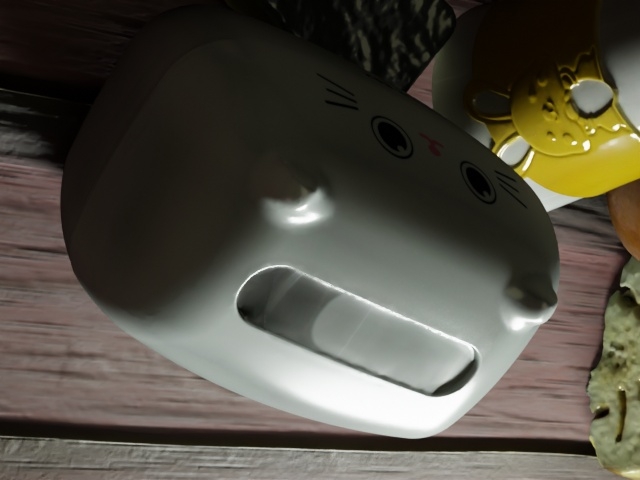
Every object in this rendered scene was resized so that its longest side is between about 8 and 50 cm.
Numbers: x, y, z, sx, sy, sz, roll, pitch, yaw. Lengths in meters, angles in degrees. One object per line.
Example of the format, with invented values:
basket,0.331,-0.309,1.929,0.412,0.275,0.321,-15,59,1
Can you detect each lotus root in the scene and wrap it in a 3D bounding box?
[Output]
lotus root,0.340,0.123,1.263,0.119,0.138,0.235,11,88,-42

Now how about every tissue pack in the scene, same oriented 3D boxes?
tissue pack,0.000,0.000,0.943,0.333,0.236,0.229,24,108,-31

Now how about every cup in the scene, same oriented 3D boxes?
cup,0.208,-0.151,1.065,0.185,0.226,0.241,-34,102,-36

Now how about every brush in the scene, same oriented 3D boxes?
brush,0.010,-0.190,1.041,0.197,0.059,0.123,45,74,-30

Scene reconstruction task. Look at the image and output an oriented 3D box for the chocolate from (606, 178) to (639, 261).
chocolate,0.317,-0.053,1.189,0.176,0.176,0.177,-6,102,-30
